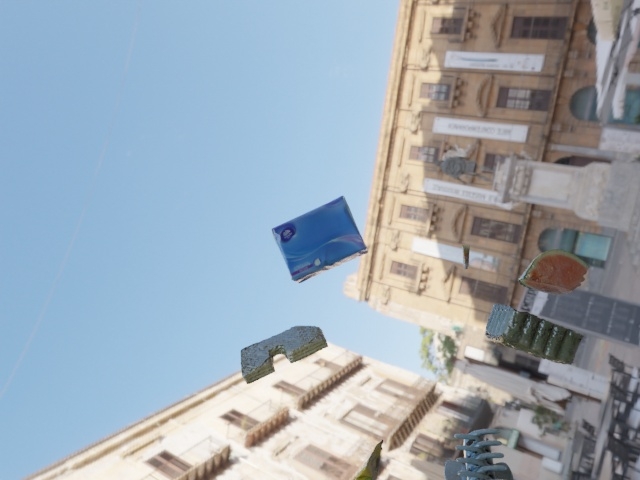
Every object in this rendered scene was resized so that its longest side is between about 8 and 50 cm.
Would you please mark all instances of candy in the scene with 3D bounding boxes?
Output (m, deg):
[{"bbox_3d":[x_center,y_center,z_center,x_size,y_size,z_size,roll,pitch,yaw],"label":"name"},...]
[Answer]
[{"bbox_3d":[0.207,1.043,2.196,0.187,0.081,0.298,-15,-61,-64],"label":"candy"}]

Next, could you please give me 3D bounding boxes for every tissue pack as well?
[{"bbox_3d":[0.000,0.000,1.637,0.146,0.263,0.198,38,-152,-80],"label":"tissue pack"}]

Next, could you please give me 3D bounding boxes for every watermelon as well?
[{"bbox_3d":[0.694,0.109,1.540,0.146,0.230,0.129,128,153,-61],"label":"watermelon"}]

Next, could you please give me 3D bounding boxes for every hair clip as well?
[{"bbox_3d":[0.628,0.927,1.937,0.318,0.391,0.239,-67,-29,-60],"label":"hair clip"}]

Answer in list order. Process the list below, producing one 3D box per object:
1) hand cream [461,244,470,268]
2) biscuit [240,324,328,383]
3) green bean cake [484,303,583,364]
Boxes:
[{"bbox_3d":[0.604,0.068,2.061,0.022,0.035,0.102,91,-176,-74],"label":"hand cream"},{"bbox_3d":[-0.106,0.302,1.374,0.147,0.249,0.046,-119,6,-72],"label":"biscuit"},{"bbox_3d":[0.685,0.307,1.617,0.241,0.254,0.132,84,-152,-83],"label":"green bean cake"}]
